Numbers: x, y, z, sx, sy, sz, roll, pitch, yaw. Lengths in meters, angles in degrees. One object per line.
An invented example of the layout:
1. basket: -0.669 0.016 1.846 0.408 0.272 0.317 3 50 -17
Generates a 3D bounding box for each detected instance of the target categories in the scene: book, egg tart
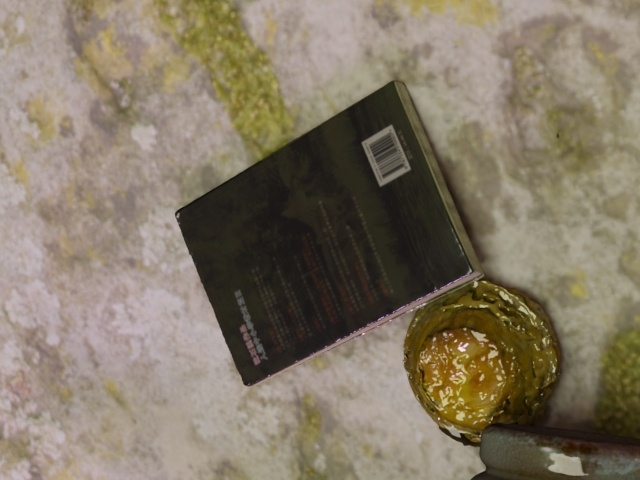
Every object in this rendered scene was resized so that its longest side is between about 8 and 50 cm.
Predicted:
1. book: 0.000 0.000 1.190 0.228 0.024 0.160 -29 77 31
2. egg tart: 0.116 0.092 1.146 0.130 0.052 0.130 5 101 28

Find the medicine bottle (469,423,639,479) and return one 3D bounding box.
1. medicine bottle: 0.163 0.293 1.066 0.151 0.151 0.322 5 86 27
